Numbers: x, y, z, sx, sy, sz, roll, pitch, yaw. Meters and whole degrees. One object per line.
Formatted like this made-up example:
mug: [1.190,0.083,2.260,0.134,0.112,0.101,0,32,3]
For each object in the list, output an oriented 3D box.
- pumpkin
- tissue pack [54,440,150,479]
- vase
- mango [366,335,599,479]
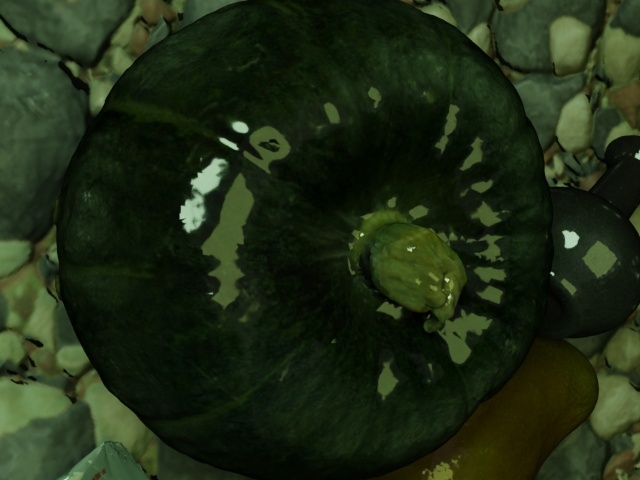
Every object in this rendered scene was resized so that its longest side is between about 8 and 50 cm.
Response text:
pumpkin: [0.000,0.000,0.556,0.300,0.207,0.300,-4,98,-26]
tissue pack: [-0.181,0.221,0.594,0.193,0.026,0.123,-32,109,-19]
vase: [0.207,-0.010,0.717,0.183,0.120,0.120,-44,113,-30]
mango: [0.118,0.138,0.695,0.227,0.099,0.136,-26,107,-30]
